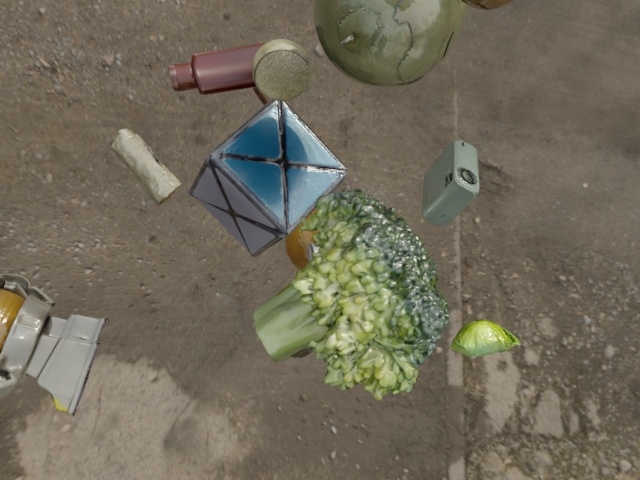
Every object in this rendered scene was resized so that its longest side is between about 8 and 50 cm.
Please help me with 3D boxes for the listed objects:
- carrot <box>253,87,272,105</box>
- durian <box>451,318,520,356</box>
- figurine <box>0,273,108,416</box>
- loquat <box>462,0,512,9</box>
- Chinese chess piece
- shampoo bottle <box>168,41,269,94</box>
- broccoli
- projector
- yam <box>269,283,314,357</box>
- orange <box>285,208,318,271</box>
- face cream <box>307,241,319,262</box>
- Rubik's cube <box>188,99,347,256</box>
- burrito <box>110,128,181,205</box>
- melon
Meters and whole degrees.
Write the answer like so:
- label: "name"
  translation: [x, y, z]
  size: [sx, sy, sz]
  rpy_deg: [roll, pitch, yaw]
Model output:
- label: "carrot"
  translation: [-0.138, -0.421, 1.694]
  size: [0.066, 0.066, 0.314]
  rpy_deg: [-29, 84, -14]
- label: "durian"
  translation: [0.597, 0.361, 1.841]
  size: [0.250, 0.101, 0.139]
  rpy_deg: [-6, 52, -18]
- label: "figurine"
  translation: [-0.463, 0.133, 0.717]
  size: [0.309, 0.308, 0.143]
  rpy_deg: [26, 91, -11]
- label: "loquat"
  translation: [0.171, -0.350, 0.530]
  size: [0.234, 0.176, 0.187]
  rpy_deg: [25, 49, -27]
- label: "Chinese chess piece"
  translation: [-0.078, -0.344, 1.019]
  size: [0.122, 0.122, 0.051]
  rpy_deg: [5, 46, -13]
- label: "shampoo bottle"
  translation: [-0.222, -0.404, 1.191]
  size: [0.261, 0.064, 0.102]
  rpy_deg: [-12, 86, -8]
- label: "broccoli"
  translation: [0.035, 0.082, 0.638]
  size: [0.244, 0.247, 0.262]
  rpy_deg: [-28, 64, 8]
- label: "projector"
  translation: [0.453, -0.201, 1.745]
  size: [0.108, 0.198, 0.250]
  rpy_deg: [23, 47, -10]
- label: "yam"
  translation: [-0.072, 0.228, 1.465]
  size: [0.195, 0.300, 0.195]
  rpy_deg: [0, 91, 1]
- label: "orange"
  translation: [0.000, 0.000, 1.885]
  size: [0.275, 0.274, 0.274]
  rpy_deg: [1, 86, -14]
- label: "face cream"
  translation: [0.093, 0.043, 1.722]
  size: [0.270, 0.073, 0.107]
  rpy_deg: [-2, 75, -19]
- label: "Rubik's cube"
  translation: [-0.130, -0.142, 1.224]
  size: [0.259, 0.255, 0.260]
  rpy_deg: [43, 65, -7]
- label: "burrito"
  translation: [-0.553, -0.227, 1.618]
  size: [0.105, 0.143, 0.299]
  rpy_deg: [-39, 77, -12]
- label: "melon"
  translation: [0.117, -0.409, 0.876]
  size: [0.269, 0.268, 0.330]
  rpy_deg: [37, 52, -9]
